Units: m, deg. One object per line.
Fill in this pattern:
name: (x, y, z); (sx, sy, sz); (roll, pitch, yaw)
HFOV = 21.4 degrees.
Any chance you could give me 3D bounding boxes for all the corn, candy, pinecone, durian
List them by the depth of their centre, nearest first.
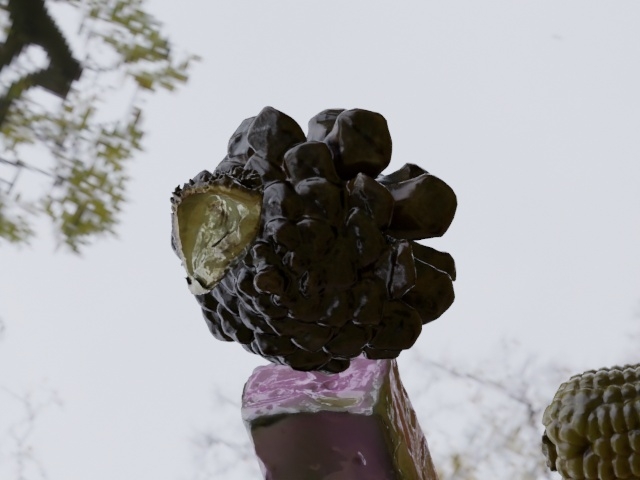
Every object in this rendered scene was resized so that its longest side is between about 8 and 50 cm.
corn: (0.228, 0.096, 0.862); (0.080, 0.231, 0.080); (-5, -90, -76)
durian: (-0.066, -0.012, 1.127); (0.052, 0.066, 0.130); (-32, -10, -38)
pinecone: (0.002, 0.000, 1.284); (0.201, 0.229, 0.202); (23, -114, -54)
candy: (0.030, 0.239, 1.703); (0.116, 0.155, 0.265); (-75, -29, -52)
